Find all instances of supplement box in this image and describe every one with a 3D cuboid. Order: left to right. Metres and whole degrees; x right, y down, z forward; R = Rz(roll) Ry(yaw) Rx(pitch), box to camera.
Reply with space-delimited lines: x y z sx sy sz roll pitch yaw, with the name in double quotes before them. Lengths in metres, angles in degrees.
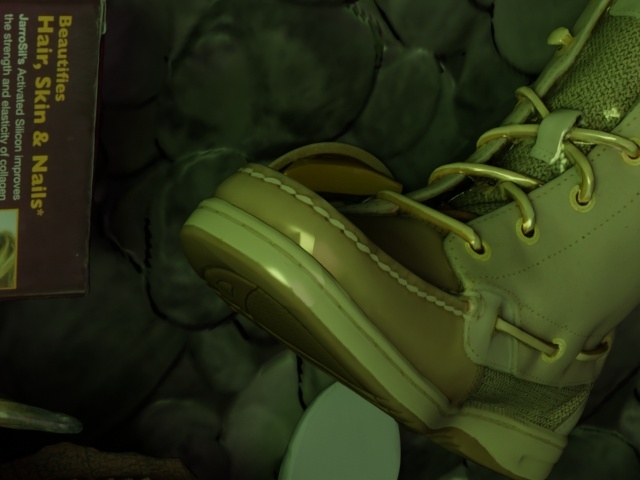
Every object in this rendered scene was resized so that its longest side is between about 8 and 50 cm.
"supplement box" -0.170 -0.037 0.499 0.188 0.081 0.104 -3 110 -23

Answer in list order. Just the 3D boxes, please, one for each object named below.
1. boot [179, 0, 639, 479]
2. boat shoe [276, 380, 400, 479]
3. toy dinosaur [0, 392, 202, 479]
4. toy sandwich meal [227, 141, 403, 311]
"boot" 0.075 -0.025 0.578 0.203 0.095 0.262 -55 144 1
"boat shoe" -0.006 0.123 0.637 0.049 0.040 0.142 26 62 -19
"toy dinosaur" -0.102 0.108 0.523 0.296 0.127 0.200 0 122 -41
"toy sandwich meal" 0.000 0.000 0.622 0.086 0.029 0.085 -9 112 -22
